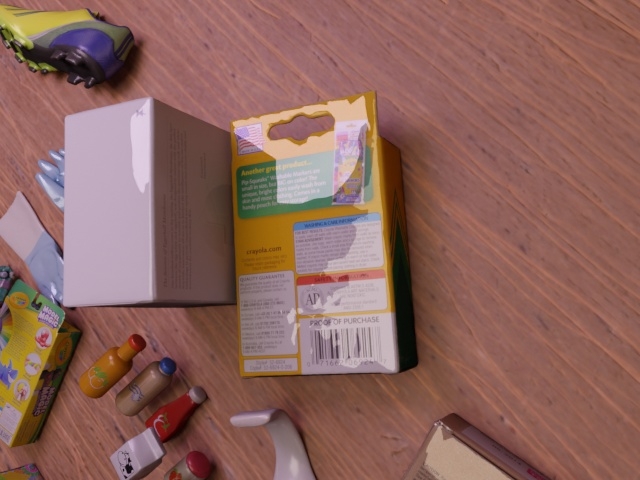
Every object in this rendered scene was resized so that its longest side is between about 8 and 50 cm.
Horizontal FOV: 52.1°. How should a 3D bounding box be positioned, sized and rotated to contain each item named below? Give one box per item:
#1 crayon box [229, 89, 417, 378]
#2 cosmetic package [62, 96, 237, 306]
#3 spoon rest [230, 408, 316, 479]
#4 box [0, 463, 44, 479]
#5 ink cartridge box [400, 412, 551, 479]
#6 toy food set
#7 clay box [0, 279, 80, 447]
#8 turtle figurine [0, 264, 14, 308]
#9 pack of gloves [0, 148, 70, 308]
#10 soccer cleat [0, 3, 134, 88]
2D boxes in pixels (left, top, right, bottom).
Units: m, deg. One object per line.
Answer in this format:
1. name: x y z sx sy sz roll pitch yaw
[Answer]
1. crayon box: 0.000 0.000 0.804 0.203 0.083 0.323 -7 83 23
2. cosmetic package: -0.189 -0.030 0.814 0.138 0.224 0.224 -5 82 23
3. spoon rest: -0.038 0.332 0.800 0.137 0.084 0.276 -11 94 24
4. box: -0.536 0.485 0.880 0.279 0.290 0.177 -49 68 13
5. ink cartridge box: 0.181 0.329 0.686 0.234 0.088 0.193 33 97 24
6. toy food set: -0.205 0.240 0.854 0.104 0.111 0.232 -43 67 15
7. clay box: -0.454 0.184 1.005 0.127 0.053 0.222 27 94 25
8. turtle figurine: -0.550 0.104 1.007 0.175 0.234 0.118 -27 86 -23
9. pack of gloves: -0.414 -0.020 1.013 0.232 0.046 0.195 45 102 22
10. soccer cleat: -0.409 -0.324 1.035 0.289 0.093 0.121 26 65 29
